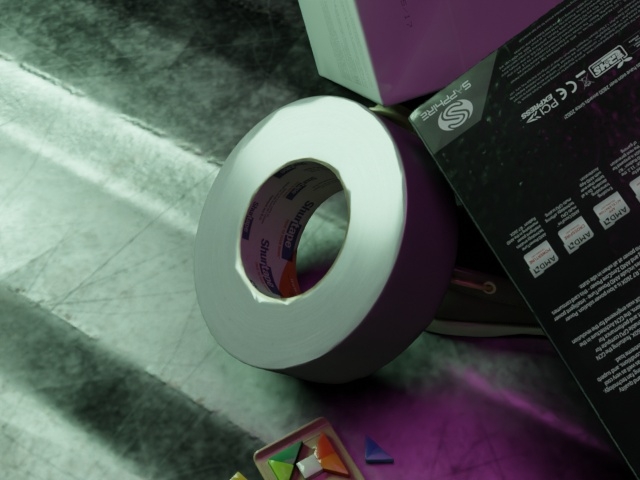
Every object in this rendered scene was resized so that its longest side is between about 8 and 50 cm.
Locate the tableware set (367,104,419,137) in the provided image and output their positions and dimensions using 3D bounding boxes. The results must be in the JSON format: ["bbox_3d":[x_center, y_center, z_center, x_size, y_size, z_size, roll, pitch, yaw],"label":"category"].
[{"bbox_3d":[0.104,-0.078,0.940,0.168,0.141,0.020,16,75,17],"label":"tableware set"}]

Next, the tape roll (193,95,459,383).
[{"bbox_3d":[0.000,0.000,0.865,0.219,0.072,0.219,-16,66,38],"label":"tape roll"}]

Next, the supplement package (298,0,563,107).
[{"bbox_3d":[0.087,-0.254,0.961,0.198,0.199,0.263,-19,17,-6],"label":"supplement package"}]

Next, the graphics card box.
[{"bbox_3d":[0.247,-0.001,0.733,0.232,0.094,0.371,-37,66,14],"label":"graphics card box"}]

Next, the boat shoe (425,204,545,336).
[{"bbox_3d":[0.210,0.019,0.880,0.305,0.091,0.109,-2,54,7],"label":"boat shoe"}]

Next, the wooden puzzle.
[{"bbox_3d":[-0.009,0.178,0.841,0.116,0.014,0.078,-32,56,-16],"label":"wooden puzzle"}]
